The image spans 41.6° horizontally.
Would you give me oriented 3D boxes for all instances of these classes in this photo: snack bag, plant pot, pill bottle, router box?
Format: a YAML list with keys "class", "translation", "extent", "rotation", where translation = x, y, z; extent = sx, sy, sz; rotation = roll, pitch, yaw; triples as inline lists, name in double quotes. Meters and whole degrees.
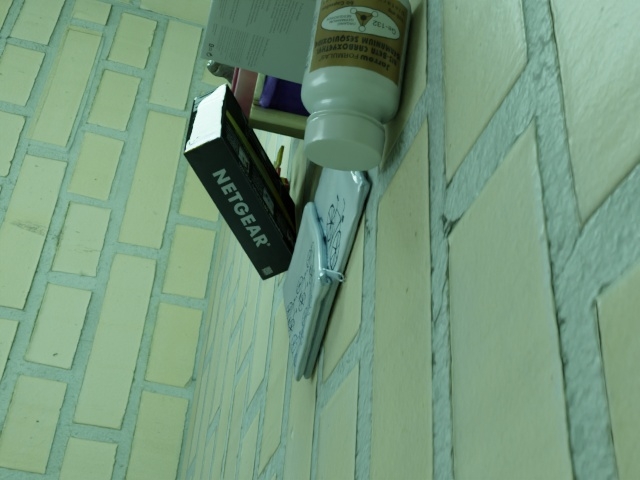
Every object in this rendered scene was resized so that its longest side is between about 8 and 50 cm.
- class: "snack bag"
  translation: [0.000, 0.000, 1.341]
  extent: [0.323, 0.037, 0.343]
  rotation: [-101, 25, -64]
- class: "plant pot"
  translation: [-0.098, -0.317, 1.798]
  extent: [0.201, 0.180, 0.201]
  rotation: [-168, 90, -78]
- class: "pill bottle"
  translation: [0.043, -0.215, 1.106]
  extent: [0.131, 0.131, 0.229]
  rotation: [133, 147, -69]
- class: "router box"
  translation: [-0.146, -0.114, 1.622]
  extent: [0.243, 0.081, 0.309]
  rotation: [-95, -21, -58]

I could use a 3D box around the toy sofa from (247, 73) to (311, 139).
- class: "toy sofa"
  translation: [-0.028, -0.381, 1.590]
  extent: [0.177, 0.150, 0.363]
  rotation: [141, 140, -78]

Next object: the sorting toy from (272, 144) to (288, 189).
- class: "sorting toy"
  translation: [-0.105, -0.095, 1.941]
  extent: [0.274, 0.046, 0.132]
  rotation: [114, 164, -47]

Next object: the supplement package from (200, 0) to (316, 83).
- class: "supplement package"
  translation: [-0.039, -0.398, 1.370]
  extent: [0.199, 0.262, 0.198]
  rotation: [121, 159, -58]

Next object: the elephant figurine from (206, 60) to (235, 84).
- class: "elephant figurine"
  translation: [-0.151, -0.392, 1.989]
  extent: [0.186, 0.239, 0.169]
  rotation: [121, 158, -59]
